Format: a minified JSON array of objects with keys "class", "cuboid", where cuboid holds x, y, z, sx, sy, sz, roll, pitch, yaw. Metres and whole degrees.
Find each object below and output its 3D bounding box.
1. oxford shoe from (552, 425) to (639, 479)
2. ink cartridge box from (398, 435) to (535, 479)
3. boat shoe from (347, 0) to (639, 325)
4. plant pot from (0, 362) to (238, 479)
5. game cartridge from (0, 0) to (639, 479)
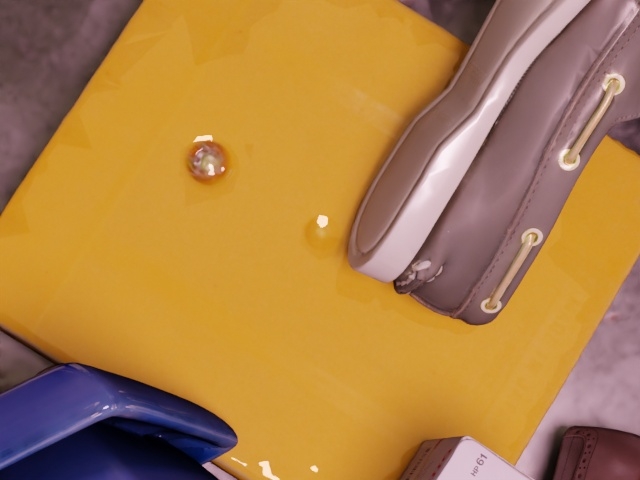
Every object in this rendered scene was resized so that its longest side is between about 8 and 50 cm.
[{"class":"oxford shoe","cuboid":[0.129,0.234,1.060,0.098,0.097,0.271,23,86,35]},{"class":"ink cartridge box","cuboid":[0.062,0.151,0.995,0.052,0.122,0.088,34,81,0]},{"class":"boat shoe","cuboid":[0.132,-0.091,1.016,0.091,0.109,0.305,30,104,-15]},{"class":"plant pot","cuboid":[-0.129,0.196,0.950,0.236,0.236,0.212,-27,75,9]},{"class":"game cartridge","cuboid":[0.000,0.000,1.101,0.323,0.053,0.285,33,80,0]}]
